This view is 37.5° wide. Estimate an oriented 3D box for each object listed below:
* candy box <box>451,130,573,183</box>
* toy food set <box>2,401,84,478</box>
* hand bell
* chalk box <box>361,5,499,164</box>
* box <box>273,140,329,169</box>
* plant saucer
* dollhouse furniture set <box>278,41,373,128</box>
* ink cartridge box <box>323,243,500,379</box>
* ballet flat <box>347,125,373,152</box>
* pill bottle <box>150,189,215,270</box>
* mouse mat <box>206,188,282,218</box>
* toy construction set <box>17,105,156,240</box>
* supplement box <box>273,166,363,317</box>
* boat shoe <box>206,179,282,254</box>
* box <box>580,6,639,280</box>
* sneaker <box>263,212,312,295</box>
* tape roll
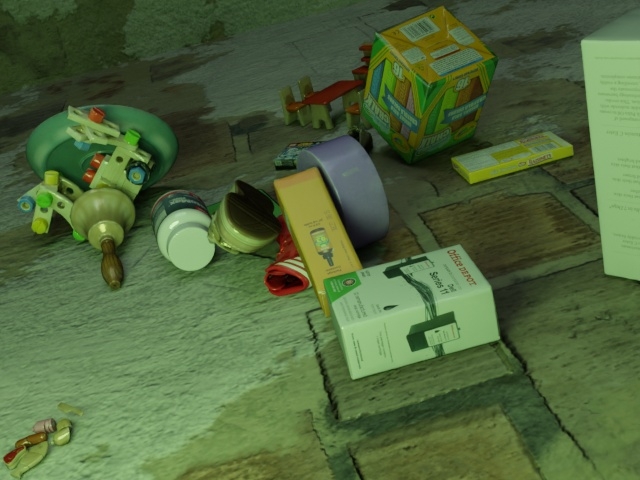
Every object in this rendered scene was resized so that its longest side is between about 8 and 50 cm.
[{"bbox_3d":[0.361,-0.158,1.783,0.206,0.027,0.105,-16,22,-5],"label":"candy box"},{"bbox_3d":[-0.372,0.268,1.254,0.078,0.019,0.122,9,40,42],"label":"toy food set"},{"bbox_3d":[-0.395,0.016,1.750,0.126,0.126,0.242,-17,37,-7],"label":"hand bell"},{"bbox_3d":[0.209,-0.287,1.905,0.180,0.289,0.179,-26,60,-23],"label":"chalk box"},{"bbox_3d":[-0.022,-0.186,2.046,0.137,0.027,0.094,-1,28,26],"label":"box"},{"bbox_3d":[-0.456,-0.172,1.988,0.317,0.317,0.044,-13,62,2],"label":"plant saucer"},{"bbox_3d":[0.064,-0.377,2.285,0.262,0.135,0.259,9,33,41],"label":"dollhouse furniture set"},{"bbox_3d":[0.122,0.093,1.287,0.208,0.087,0.153,-15,25,-4],"label":"ink cartridge box"},{"bbox_3d":[0.054,-0.179,1.953,0.084,0.058,0.250,-4,26,23],"label":"ballet flat"},{"bbox_3d":[-0.243,-0.016,1.694,0.108,0.108,0.180,-18,25,-9],"label":"pill bottle"},{"bbox_3d":[-0.159,-0.053,1.856,0.152,0.007,0.189,-20,26,-14],"label":"mouse mat"},{"bbox_3d":[-0.460,-0.133,1.877,0.215,0.328,0.151,28,38,-11],"label":"toy construction set"},{"bbox_3d":[0.000,0.000,1.447,0.078,0.080,0.233,-18,52,-7],"label":"supplement box"},{"bbox_3d":[-0.136,-0.022,1.578,0.098,0.109,0.302,-55,12,10],"label":"boat shoe"},{"bbox_3d":[0.494,-0.122,1.241,0.215,0.345,0.168,12,34,44],"label":"box"},{"bbox_3d":[-0.057,0.018,1.551,0.128,0.087,0.221,-23,25,-24],"label":"sneaker"},{"bbox_3d":[0.036,-0.075,1.577,0.080,0.189,0.189,-22,25,-16],"label":"tape roll"}]
